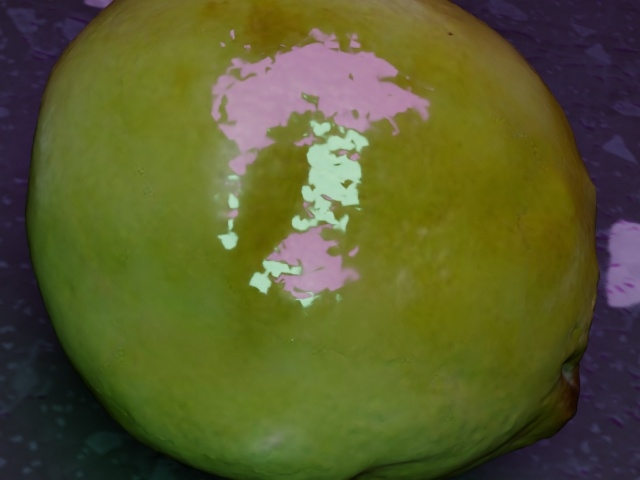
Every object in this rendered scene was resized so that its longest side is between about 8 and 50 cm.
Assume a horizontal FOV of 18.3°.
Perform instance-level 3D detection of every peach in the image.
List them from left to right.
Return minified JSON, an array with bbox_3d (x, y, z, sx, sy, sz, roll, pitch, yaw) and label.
[{"bbox_3d":[-0.005,-0.007,1.125,0.315,0.281,0.314,8,76,-2],"label":"peach"}]
